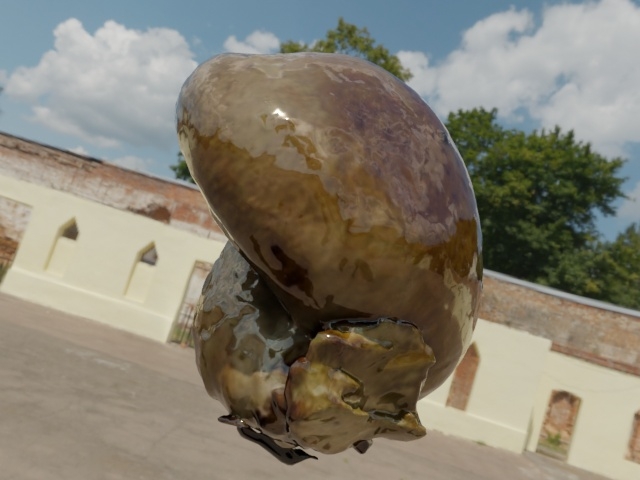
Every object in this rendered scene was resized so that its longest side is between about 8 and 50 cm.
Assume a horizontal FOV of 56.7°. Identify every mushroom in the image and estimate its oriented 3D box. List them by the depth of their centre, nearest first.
[{"bbox_3d":[0.011,0.004,0.412,0.195,0.283,0.263,-9,-31,14],"label":"mushroom"}]
